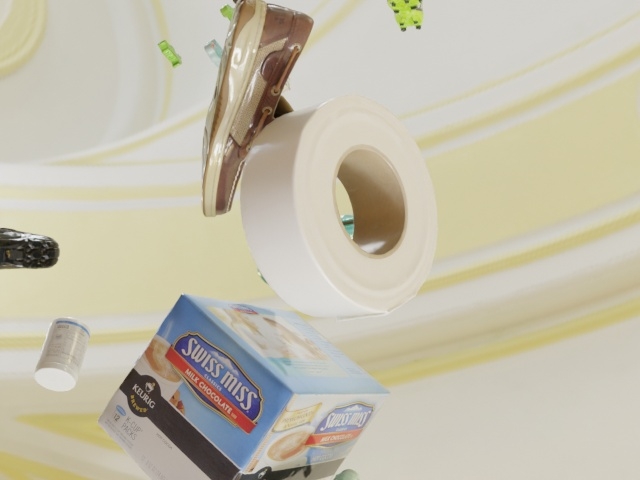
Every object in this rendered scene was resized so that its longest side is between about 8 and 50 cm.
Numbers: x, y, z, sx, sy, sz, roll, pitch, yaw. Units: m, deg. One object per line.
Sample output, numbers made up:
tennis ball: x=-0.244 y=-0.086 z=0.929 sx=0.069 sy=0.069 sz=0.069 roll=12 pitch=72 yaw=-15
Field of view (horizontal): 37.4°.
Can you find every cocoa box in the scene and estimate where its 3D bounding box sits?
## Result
cocoa box: x=-0.098 y=0.242 z=1.386 sx=0.231 sy=0.347 sz=0.228 roll=38 pitch=-81 yaw=26

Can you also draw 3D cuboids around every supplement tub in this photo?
supplement tub: x=-0.425 y=0.186 z=1.559 sx=0.071 sy=0.071 sz=0.107 roll=-24 pitch=-140 yaw=29

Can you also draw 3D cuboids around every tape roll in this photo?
tape roll: x=0.032 y=-0.041 z=1.234 sx=0.100 sy=0.286 sz=0.286 roll=-12 pitch=-117 yaw=41

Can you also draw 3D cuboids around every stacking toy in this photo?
stacking toy: x=-0.183 y=-0.333 z=1.830 sx=0.167 sy=0.221 sz=0.052 roll=-27 pitch=-144 yaw=20

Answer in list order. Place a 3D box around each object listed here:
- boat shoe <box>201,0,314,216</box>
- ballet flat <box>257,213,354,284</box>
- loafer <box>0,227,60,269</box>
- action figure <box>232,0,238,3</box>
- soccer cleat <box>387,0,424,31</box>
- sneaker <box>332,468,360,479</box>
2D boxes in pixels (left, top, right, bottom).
boat shoe: x=-0.089 y=-0.166 z=1.295 sx=0.123 sy=0.123 sz=0.342 roll=-99 pitch=-158 yaw=-53
ballet flat: x=0.000 y=0.000 z=1.653 sx=0.247 sy=0.083 sz=0.087 roll=-22 pitch=-142 yaw=-10
loafer: x=-0.555 y=0.015 z=1.592 sx=0.078 sy=0.223 sz=0.076 roll=14 pitch=-82 yaw=57
action figure: x=-0.231 y=-0.480 z=1.315 sx=0.341 sy=0.178 sz=0.330 roll=-31 pitch=-110 yaw=-14
soccer cleat: x=0.130 y=-0.376 z=1.429 sx=0.060 sy=0.179 sz=0.072 roll=-5 pitch=-98 yaw=6
sneaker: x=-0.011 y=0.377 z=1.335 sx=0.094 sy=0.256 sz=0.151 roll=3 pitch=-122 yaw=33
